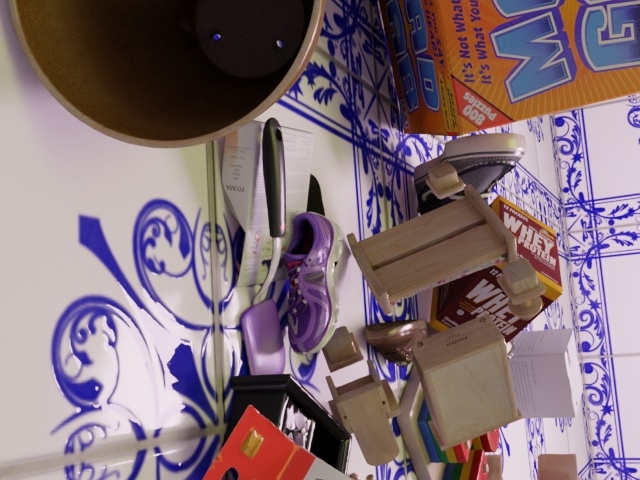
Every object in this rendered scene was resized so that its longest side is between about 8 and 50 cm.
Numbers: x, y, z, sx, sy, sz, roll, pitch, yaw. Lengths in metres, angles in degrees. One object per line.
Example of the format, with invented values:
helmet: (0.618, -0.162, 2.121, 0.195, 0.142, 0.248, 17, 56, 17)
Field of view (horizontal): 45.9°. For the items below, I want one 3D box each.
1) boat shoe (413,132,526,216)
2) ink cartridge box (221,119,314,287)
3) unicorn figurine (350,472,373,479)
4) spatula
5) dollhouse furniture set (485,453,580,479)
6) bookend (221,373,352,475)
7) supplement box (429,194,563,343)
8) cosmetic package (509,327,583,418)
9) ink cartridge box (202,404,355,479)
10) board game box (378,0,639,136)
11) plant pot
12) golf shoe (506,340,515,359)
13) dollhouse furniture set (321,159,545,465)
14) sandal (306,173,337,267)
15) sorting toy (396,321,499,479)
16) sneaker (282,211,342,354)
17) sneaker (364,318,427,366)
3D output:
boat shoe: (0.243, -0.070, 1.244, 0.340, 0.127, 0.158, 142, -53, -81)
ink cartridge box: (-0.063, -0.043, 0.867, 0.145, 0.045, 0.179, -4, 105, -65)
unicorn figurine: (0.065, 0.363, 0.984, 0.162, 0.060, 0.111, -32, 113, -45)
spatula: (-0.054, 0.017, 0.819, 0.084, 0.030, 0.296, -23, 120, -64)
dollhouse furniture set: (0.461, 0.593, 1.313, 0.256, 0.394, 0.362, -63, 141, -59)
bookend: (-0.041, 0.241, 0.773, 0.157, 0.072, 0.156, 54, 38, -43)
supplement box: (0.305, 0.064, 1.328, 0.129, 0.194, 0.191, 31, 35, -9)
cosmetic package: (0.474, 0.295, 1.682, 0.151, 0.183, 0.151, -34, 114, -62)
ink cartridge box: (-0.030, 0.287, 0.692, 0.225, 0.056, 0.181, 50, 61, -33)
board game box: (0.304, -0.378, 1.188, 0.356, 0.356, 0.356, -129, -154, -79)
plant pot: (-0.091, -0.205, 0.656, 0.254, 0.237, 0.237, -42, 121, -75)
golf shoe: (0.332, 0.175, 1.552, 0.120, 0.105, 0.273, 58, 26, -12)
dollhouse furniture set: (0.125, 0.094, 1.052, 0.355, 0.303, 0.174, -114, -177, -50)
sandal: (0.000, 0.000, 0.960, 0.067, 0.040, 0.179, 6, 78, -64)
sorting toy: (0.235, 0.311, 1.297, 0.257, 0.089, 0.255, 69, 28, -24)
sneaker: (-0.021, 0.047, 0.878, 0.071, 0.068, 0.170, 27, 60, -50)
sneaker: (0.122, 0.157, 1.137, 0.188, 0.066, 0.071, 4, 80, -63)
